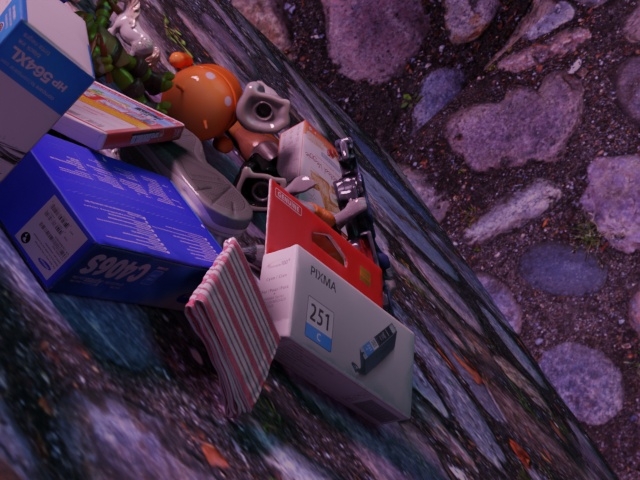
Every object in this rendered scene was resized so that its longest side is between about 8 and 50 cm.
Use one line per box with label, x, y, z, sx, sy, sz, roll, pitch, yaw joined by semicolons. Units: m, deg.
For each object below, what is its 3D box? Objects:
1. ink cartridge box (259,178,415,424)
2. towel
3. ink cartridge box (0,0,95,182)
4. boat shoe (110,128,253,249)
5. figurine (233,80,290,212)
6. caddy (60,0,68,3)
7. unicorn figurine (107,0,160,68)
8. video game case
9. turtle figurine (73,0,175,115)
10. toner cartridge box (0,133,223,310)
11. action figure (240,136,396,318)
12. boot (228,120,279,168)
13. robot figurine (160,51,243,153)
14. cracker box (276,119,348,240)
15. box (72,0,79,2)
ink cartridge box;0.028;0.083;1.746;0.296;0.066;0.261;38;46;-43
towel;-0.097;0.093;1.402;0.197;0.029;0.144;-67;138;-67
ink cartridge box;-0.300;-0.123;1.116;0.086;0.203;0.148;39;13;-30
boat shoe;-0.202;-0.078;1.659;0.118;0.103;0.320;8;28;-44
figurine;-0.102;-0.169;2.150;0.092;0.215;0.209;2;11;-5
caddy;-0.355;-0.458;1.792;0.179;0.341;0.241;38;-24;-20
unicorn figurine;-0.319;-0.341;2.065;0.162;0.111;0.060;48;11;0
video game case;-0.298;-0.167;1.518;0.204;0.025;0.285;26;12;8
turtle figurine;-0.316;-0.270;1.897;0.217;0.087;0.269;46;20;-36
toner cartridge box;-0.223;-0.014;1.375;0.165;0.075;0.348;53;12;18
action figure;0.000;0.000;1.976;0.330;0.178;0.341;35;40;-67
boot;-0.111;-0.179;2.481;0.264;0.096;0.280;23;19;-50
robot figurine;-0.197;-0.232;2.119;0.128;0.158;0.219;10;11;3
cracker box;-0.009;-0.083;2.275;0.155;0.067;0.232;41;38;-35
box;-0.474;-0.552;2.209;0.275;0.113;0.094;56;12;29
